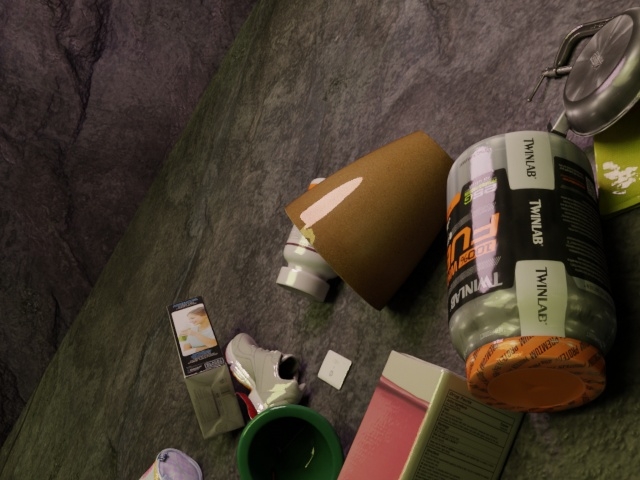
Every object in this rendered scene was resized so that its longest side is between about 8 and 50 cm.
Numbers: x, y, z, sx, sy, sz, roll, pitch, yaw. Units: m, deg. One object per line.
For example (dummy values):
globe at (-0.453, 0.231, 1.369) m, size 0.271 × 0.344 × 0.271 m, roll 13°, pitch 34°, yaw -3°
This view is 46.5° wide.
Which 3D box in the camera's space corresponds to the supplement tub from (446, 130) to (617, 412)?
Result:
supplement tub at (0.254, 0.036, 0.921) m, size 0.193 × 0.193 × 0.316 m, roll -34°, pitch 39°, yaw 42°

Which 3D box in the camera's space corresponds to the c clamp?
c clamp at (0.402, -0.279, 1.137) m, size 0.160 × 0.022 × 0.137 m, roll -3°, pitch 59°, yaw 60°

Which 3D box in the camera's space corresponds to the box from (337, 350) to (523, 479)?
box at (0.132, 0.282, 0.956) m, size 0.127 × 0.148 × 0.232 m, roll 9°, pitch 73°, yaw 62°

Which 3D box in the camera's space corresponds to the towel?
towel at (0.410, -0.145, 1.000) m, size 0.102 × 0.021 × 0.237 m, roll -30°, pitch 42°, yaw 47°

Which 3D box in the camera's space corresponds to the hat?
hat at (-0.049, 0.347, 1.277) m, size 0.173 × 0.209 × 0.183 m, roll -19°, pitch -4°, yaw 1°

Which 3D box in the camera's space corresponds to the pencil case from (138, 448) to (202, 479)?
pencil case at (-0.362, 0.565, 1.577) m, size 0.273 × 0.113 × 0.124 m, roll -50°, pitch 8°, yaw 24°

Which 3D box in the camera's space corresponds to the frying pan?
frying pan at (0.364, -0.204, 1.049) m, size 0.326 × 0.053 × 0.197 m, roll -46°, pitch 20°, yaw 53°

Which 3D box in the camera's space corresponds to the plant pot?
plant pot at (0.110, -0.056, 1.242) m, size 0.254 × 0.237 × 0.237 m, roll -44°, pitch 30°, yaw 5°

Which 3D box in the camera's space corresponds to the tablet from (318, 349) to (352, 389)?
tablet at (0.025, 0.231, 1.335) m, size 0.083 × 0.006 × 0.054 m, roll 15°, pitch 79°, yaw 62°

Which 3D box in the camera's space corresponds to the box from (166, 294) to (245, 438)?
box at (-0.249, 0.262, 1.590) m, size 0.087 × 0.169 × 0.290 m, roll -17°, pitch 29°, yaw -11°

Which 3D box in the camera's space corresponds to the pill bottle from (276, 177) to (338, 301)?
pill bottle at (0.000, 0.000, 1.456) m, size 0.121 × 0.121 × 0.221 m, roll 3°, pitch 69°, yaw 60°

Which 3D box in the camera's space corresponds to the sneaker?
sneaker at (-0.096, 0.249, 1.448) m, size 0.121 × 0.099 × 0.262 m, roll -49°, pitch 37°, yaw 8°
